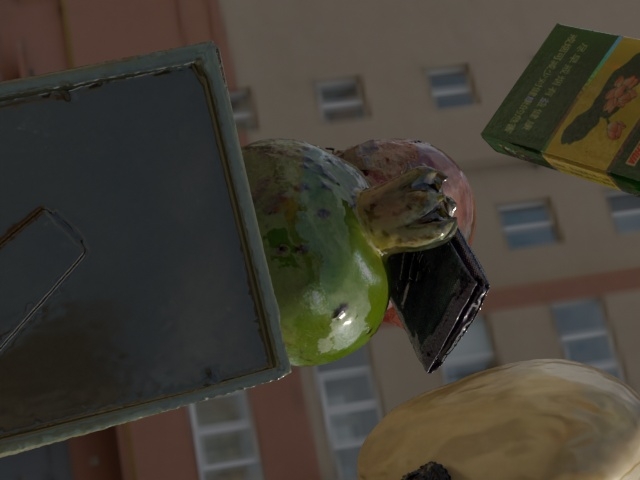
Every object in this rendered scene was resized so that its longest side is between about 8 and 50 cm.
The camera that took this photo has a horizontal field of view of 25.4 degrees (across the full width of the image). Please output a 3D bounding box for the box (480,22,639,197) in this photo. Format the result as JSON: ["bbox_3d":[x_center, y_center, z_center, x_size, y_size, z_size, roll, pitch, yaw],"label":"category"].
[{"bbox_3d":[0.250,-0.110,1.199,0.034,0.132,0.235,41,-10,-35],"label":"box"}]

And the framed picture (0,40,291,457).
[{"bbox_3d":[-0.154,0.010,0.718,0.023,0.259,0.189,162,-86,-74],"label":"framed picture"}]

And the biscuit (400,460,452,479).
[{"bbox_3d":[0.091,0.258,1.414,0.027,0.087,0.089,85,20,-64],"label":"biscuit"}]

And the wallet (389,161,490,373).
[{"bbox_3d":[0.092,0.022,1.250,0.111,0.030,0.166,-65,-147,35],"label":"wallet"}]

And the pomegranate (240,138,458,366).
[{"bbox_3d":[0.000,0.000,1.219,0.202,0.247,0.202,52,26,-39],"label":"pomegranate"}]

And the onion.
[{"bbox_3d":[0.085,-0.020,2.214,0.353,0.353,0.354,173,-90,-79],"label":"onion"}]

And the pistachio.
[{"bbox_3d":[0.198,0.231,1.505,0.193,0.317,0.214,63,24,-59],"label":"pistachio"}]
